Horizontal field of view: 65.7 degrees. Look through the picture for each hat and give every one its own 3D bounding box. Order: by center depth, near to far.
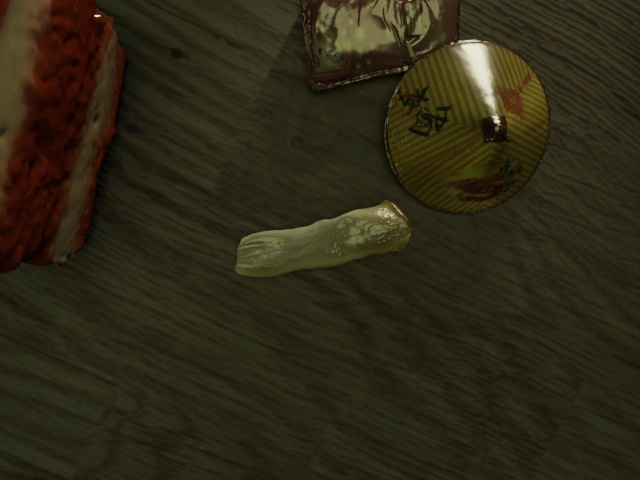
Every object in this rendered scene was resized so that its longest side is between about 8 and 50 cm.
[{"bbox_3d":[0.168,-0.116,0.520,0.193,0.082,0.192,-1,103,-5],"label":"hat"}]

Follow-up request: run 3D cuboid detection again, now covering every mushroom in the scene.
[{"bbox_3d":[0.000,0.004,0.560,0.202,0.054,0.059,-14,88,5],"label":"mushroom"}]

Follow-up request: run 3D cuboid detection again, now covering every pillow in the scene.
[{"bbox_3d":[0.070,-0.234,0.545,0.185,0.043,0.118,-7,103,1],"label":"pillow"}]

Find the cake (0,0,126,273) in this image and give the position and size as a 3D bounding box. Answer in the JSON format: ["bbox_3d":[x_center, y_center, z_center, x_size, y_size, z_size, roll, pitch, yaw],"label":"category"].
[{"bbox_3d":[-0.352,-0.127,0.408,0.270,0.319,0.269,14,88,0],"label":"cake"}]
